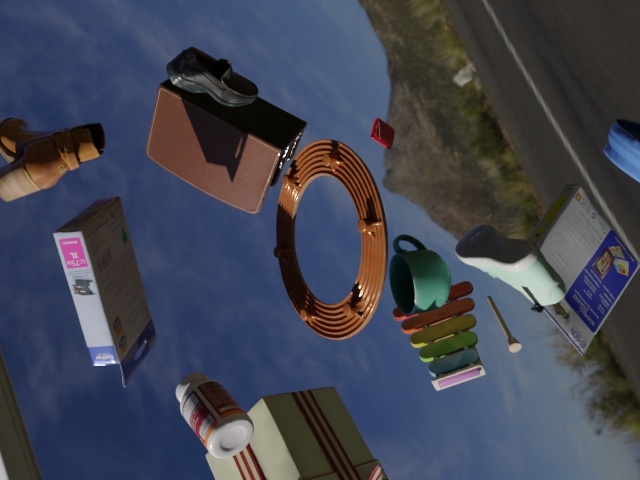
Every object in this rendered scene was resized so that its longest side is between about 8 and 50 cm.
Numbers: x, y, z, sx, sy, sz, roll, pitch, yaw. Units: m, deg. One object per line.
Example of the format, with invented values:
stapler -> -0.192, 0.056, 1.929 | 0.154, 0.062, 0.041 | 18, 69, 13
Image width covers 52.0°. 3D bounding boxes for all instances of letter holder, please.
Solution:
letter holder -> -0.221, -0.226, 1.502 | 0.302, 0.214, 0.152 | 28, -141, 3

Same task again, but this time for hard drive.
hard drive -> -0.382, 0.207, 0.746 | 0.040, 0.203, 0.307 | -15, -102, -40

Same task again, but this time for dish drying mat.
dish drying mat -> 0.094, -0.159, 0.975 | 0.083, 0.008, 0.032 | 10, -87, -66

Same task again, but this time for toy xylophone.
toy xylophone -> 0.317, 0.207, 1.537 | 0.081, 0.236, 0.323 | 61, -176, -36

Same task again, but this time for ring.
ring -> 0.000, 0.000, 1.100 | 0.032, 0.336, 0.337 | -3, -114, -32

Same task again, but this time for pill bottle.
pill bottle -> -0.186, 0.294, 1.125 | 0.152, 0.086, 0.086 | 35, 170, 45

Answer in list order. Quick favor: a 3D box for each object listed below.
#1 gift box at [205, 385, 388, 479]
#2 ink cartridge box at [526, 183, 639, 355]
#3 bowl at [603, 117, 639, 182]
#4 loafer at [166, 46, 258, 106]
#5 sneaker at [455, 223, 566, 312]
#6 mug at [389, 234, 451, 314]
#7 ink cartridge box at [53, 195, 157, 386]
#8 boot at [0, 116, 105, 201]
gift box -> -0.040, 0.451, 1.282 | 0.255, 0.276, 0.258 | 1, -131, -45
ink cartridge box -> 0.636, 0.074, 1.649 | 0.303, 0.307, 0.072 | 46, 165, -20
bowl -> 0.815, -0.146, 1.458 | 0.391, 0.077, 0.391 | 20, -153, -11
loafer -> -0.161, -0.263, 1.059 | 0.170, 0.061, 0.062 | 4, -123, -47
sneaker -> 0.365, 0.057, 1.276 | 0.151, 0.094, 0.256 | 45, 177, -19
mug -> 0.212, 0.071, 1.370 | 0.129, 0.097, 0.158 | -147, 51, -68
ink cartridge box -> -0.391, 0.094, 1.220 | 0.186, 0.065, 0.311 | -78, -22, -68
boot -> -0.571, -0.212, 1.389 | 0.283, 0.220, 0.109 | -116, 1, -53
